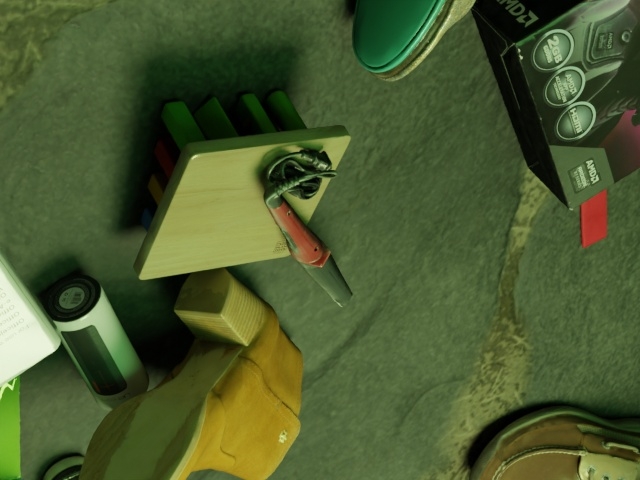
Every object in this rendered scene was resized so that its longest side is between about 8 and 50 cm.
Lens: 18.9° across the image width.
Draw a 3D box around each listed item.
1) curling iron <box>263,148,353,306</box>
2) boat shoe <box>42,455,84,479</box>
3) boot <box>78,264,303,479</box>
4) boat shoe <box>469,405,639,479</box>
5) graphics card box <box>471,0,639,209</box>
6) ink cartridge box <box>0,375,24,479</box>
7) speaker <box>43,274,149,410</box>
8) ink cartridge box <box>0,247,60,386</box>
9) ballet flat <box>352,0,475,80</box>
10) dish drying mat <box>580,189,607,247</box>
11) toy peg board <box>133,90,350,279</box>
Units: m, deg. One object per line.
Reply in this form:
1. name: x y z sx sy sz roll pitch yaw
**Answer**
1. curling iron: 0.000 0.000 1.719 0.068 0.035 0.274 -28 150 -4
2. boat shoe: -0.235 0.303 1.849 0.075 0.065 0.206 -16 132 -27
3. boot: -0.102 0.186 1.757 0.295 0.104 0.211 -66 147 -22
4. boat shoe: 0.313 0.268 2.203 0.324 0.116 0.123 2 122 -38
5. graphics card box: 0.340 -0.218 1.820 0.371 0.094 0.233 -31 134 -6
6. ink cartridge box: -0.334 0.268 1.720 0.188 0.097 0.255 -16 132 -26
7. speaker: -0.199 0.092 1.712 0.055 0.055 0.136 -33 138 -11
8. ink cartridge box: -0.336 -0.040 1.368 0.129 0.223 0.307 -35 138 -8
9. ballet flat: 0.122 -0.276 1.622 0.106 0.107 0.316 -9 130 -42
10. dish drying mat: 0.287 -0.029 2.021 0.032 0.008 0.083 -26 137 -17
11. toy peg board: -0.082 -0.056 1.678 0.161 0.079 0.161 -9 144 -33
